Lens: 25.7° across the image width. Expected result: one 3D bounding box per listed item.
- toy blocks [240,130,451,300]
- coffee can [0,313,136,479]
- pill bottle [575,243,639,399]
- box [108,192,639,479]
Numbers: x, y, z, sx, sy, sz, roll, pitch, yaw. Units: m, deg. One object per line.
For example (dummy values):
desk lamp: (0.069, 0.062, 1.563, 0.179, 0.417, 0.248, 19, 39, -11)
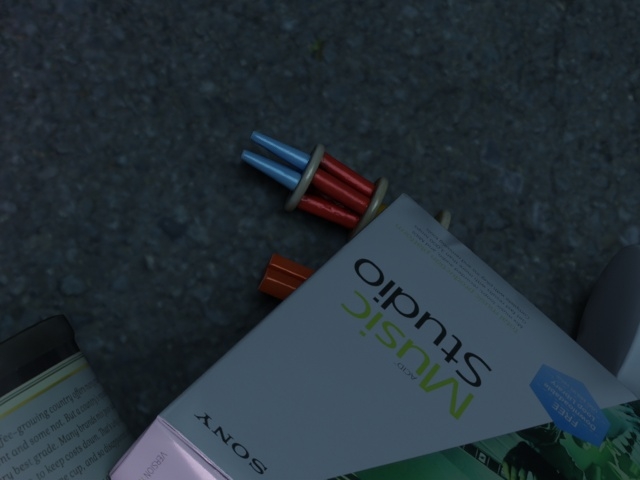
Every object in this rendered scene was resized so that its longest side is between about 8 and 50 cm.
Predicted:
toy blocks: (0.000, 0.000, 0.951, 0.148, 0.054, 0.123, 27, 70, -5)
coffee can: (-0.145, 0.205, 0.713, 0.201, 0.201, 0.275, -32, 90, -20)
pill bottle: (0.318, 0.096, 0.950, 0.272, 0.152, 0.152, 19, 71, -9)
box: (0.061, 0.115, 0.771, 0.232, 0.058, 0.322, 41, 33, 4)
